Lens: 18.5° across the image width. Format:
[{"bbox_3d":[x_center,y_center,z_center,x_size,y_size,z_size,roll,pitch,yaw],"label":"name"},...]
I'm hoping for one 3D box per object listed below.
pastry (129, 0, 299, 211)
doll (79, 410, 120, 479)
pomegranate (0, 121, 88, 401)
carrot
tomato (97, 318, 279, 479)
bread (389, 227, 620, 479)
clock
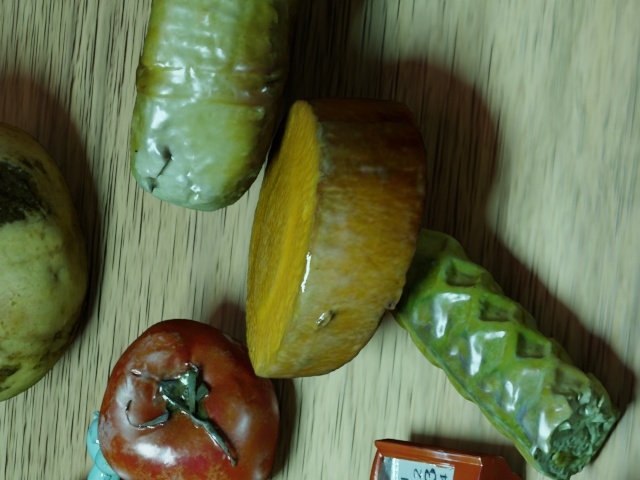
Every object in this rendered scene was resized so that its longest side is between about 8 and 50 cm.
[{"bbox_3d":[-0.095,-0.184,1.808,0.329,0.136,0.329,-171,90,-86],"label":"pastry"},{"bbox_3d":[-0.226,0.266,2.080,0.158,0.059,0.159,-47,55,40],"label":"doll"},{"bbox_3d":[-0.396,0.024,2.119,0.322,0.322,0.322,-1,89,49],"label":"pomegranate"},{"bbox_3d":[0.000,0.000,1.735,0.307,0.100,0.258,132,148,-66],"label":"carrot"},{"bbox_3d":[-0.119,0.169,1.897,0.187,0.151,0.187,-5,66,11],"label":"tomato"},{"bbox_3d":[0.139,0.087,1.643,0.087,0.098,0.269,-39,52,-4],"label":"bread"},{"bbox_3d":[0.106,0.233,1.702,0.155,0.061,0.113,2,91,52],"label":"clock"}]
